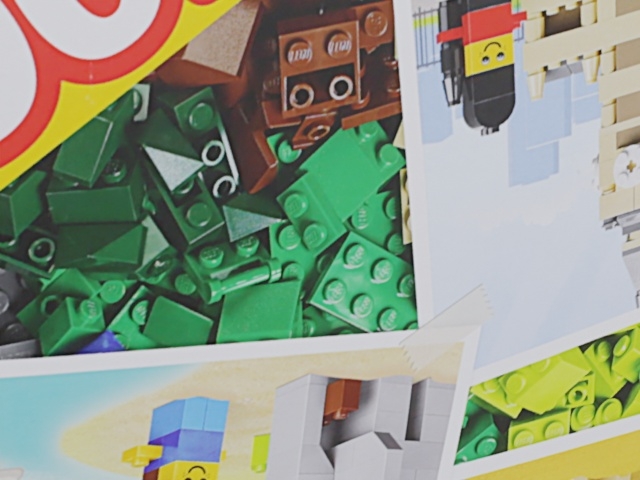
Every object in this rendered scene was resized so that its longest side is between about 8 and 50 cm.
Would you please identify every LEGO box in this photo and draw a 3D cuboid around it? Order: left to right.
[{"bbox_3d":[0.000,0.000,0.597,0.500,0.193,0.372,-11,117,-27],"label":"LEGO box"}]
